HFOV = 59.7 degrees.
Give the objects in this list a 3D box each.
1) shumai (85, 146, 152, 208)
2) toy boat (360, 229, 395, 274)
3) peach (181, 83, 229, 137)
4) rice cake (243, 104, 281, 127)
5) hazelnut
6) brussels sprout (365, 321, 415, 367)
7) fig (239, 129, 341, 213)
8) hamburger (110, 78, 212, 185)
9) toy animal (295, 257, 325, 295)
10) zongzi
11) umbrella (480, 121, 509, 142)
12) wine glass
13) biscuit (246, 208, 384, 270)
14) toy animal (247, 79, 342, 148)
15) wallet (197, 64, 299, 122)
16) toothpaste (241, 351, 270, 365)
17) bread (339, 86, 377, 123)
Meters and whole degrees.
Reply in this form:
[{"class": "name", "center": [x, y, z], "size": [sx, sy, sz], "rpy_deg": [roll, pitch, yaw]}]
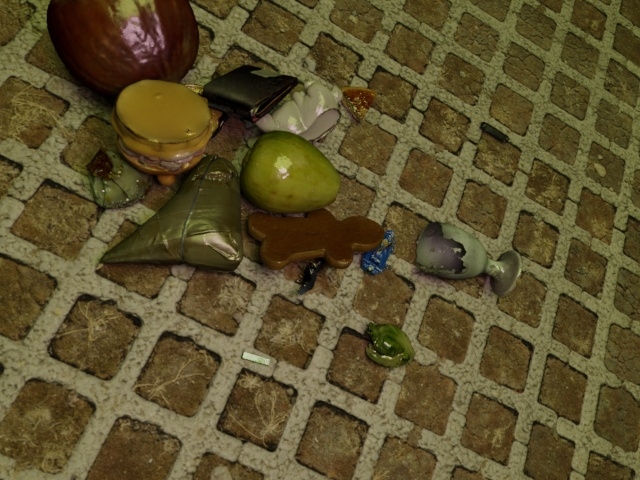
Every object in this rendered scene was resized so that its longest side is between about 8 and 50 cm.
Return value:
[{"class": "shumai", "center": [-0.577, -0.192, 1.610], "size": [0.184, 0.142, 0.184], "rpy_deg": [5, 73, -16]}, {"class": "toy boat", "center": [0.208, 0.028, 1.844], "size": [0.091, 0.110, 0.175], "rpy_deg": [35, 63, -7]}, {"class": "peach", "center": [-0.433, -0.397, 1.773], "size": [0.279, 0.068, 0.189], "rpy_deg": [-3, 82, -23]}, {"class": "rice cake", "center": [-0.152, -0.437, 1.901], "size": [0.245, 0.042, 0.045], "rpy_deg": [-25, 95, -26]}, {"class": "hazelnut", "center": [-0.567, -0.608, 1.644], "size": [0.421, 0.353, 0.420], "rpy_deg": [1, 87, -28]}, {"class": "brussels sprout", "center": [0.223, 0.326, 1.764], "size": [0.181, 0.100, 0.139], "rpy_deg": [19, 47, -2]}, {"class": "fig", "center": [-0.088, -0.194, 1.733], "size": [0.326, 0.258, 0.258], "rpy_deg": [19, 67, -27]}, {"class": "hamburger", "center": [-0.453, -0.299, 1.604], "size": [0.277, 0.236, 0.276], "rpy_deg": [9, 53, -13]}, {"class": "toy animal", "center": [-0.030, 0.106, 1.734], "size": [0.062, 0.108, 0.220], "rpy_deg": [35, 43, -1]}, {"class": "zongzi", "center": [-0.423, -0.089, 1.628], "size": [0.393, 0.174, 0.356], "rpy_deg": [1, 66, -11]}, {"class": "umbrella", "center": [0.691, -0.428, 2.216], "size": [0.133, 0.031, 0.036], "rpy_deg": [27, 92, -11]}, {"class": "wine glass", "center": [0.496, 0.063, 1.899], "size": [0.357, 0.190, 0.190], "rpy_deg": [19, 67, -17]}, {"class": "biscuit", "center": [0.000, 0.001, 1.749], "size": [0.432, 0.064, 0.283], "rpy_deg": [-6, 42, -22]}, {"class": "toy animal", "center": [-0.080, -0.396, 1.825], "size": [0.325, 0.208, 0.154], "rpy_deg": [-25, 60, -22]}, {"class": "wallet", "center": [-0.224, -0.470, 1.743], "size": [0.221, 0.071, 0.262], "rpy_deg": [20, 47, 25]}, {"class": "toothpaste", "center": [-0.190, 0.348, 1.643], "size": [0.083, 0.017, 0.020], "rpy_deg": [19, 70, -13]}, {"class": "bread", "center": [0.121, -0.509, 2.019], "size": [0.136, 0.054, 0.154], "rpy_deg": [30, 60, -10]}]
